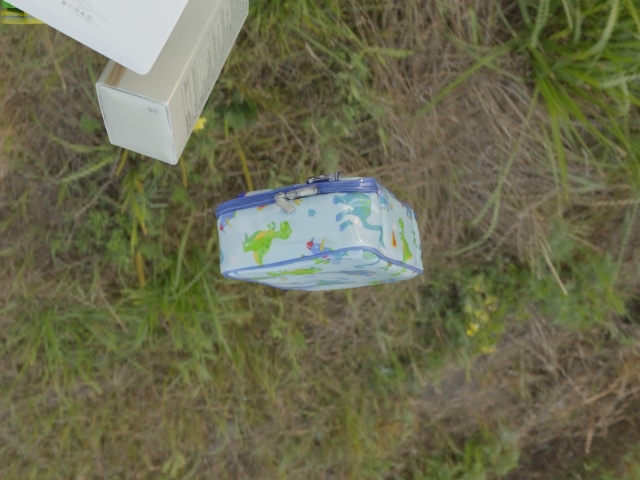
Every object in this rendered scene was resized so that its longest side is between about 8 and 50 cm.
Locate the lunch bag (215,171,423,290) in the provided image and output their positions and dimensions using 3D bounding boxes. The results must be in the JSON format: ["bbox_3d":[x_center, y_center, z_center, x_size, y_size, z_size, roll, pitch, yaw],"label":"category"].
[{"bbox_3d":[0.000,0.000,0.988,0.176,0.090,0.219,-10,168,21],"label":"lunch bag"}]

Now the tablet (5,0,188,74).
[{"bbox_3d":[-0.102,-0.117,0.437,0.083,0.006,0.054,26,98,-31],"label":"tablet"}]

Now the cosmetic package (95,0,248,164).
[{"bbox_3d":[-0.078,-0.107,0.528,0.041,0.115,0.060,18,152,6],"label":"cosmetic package"}]

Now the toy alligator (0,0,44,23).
[{"bbox_3d":[-0.242,-0.225,0.872,0.051,0.189,0.056,-14,108,-47],"label":"toy alligator"}]
